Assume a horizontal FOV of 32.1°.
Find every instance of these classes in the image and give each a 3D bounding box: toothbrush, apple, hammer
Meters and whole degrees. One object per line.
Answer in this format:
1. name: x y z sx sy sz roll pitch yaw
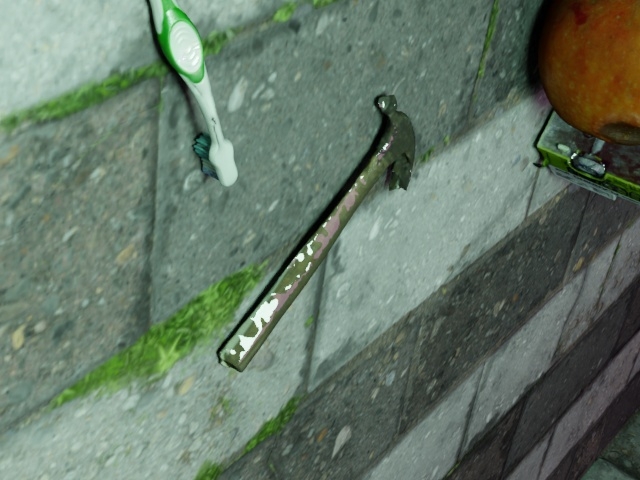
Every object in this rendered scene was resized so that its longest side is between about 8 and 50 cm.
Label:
1. toothbrush: -0.095 -0.139 0.748 0.030 0.030 0.304 -48 151 -24
2. apple: 0.362 -0.219 1.274 0.230 0.230 0.230 -42 148 -34
3. hammer: -0.001 0.000 1.055 0.297 0.027 0.125 -53 148 -15

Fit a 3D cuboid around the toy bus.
1. toy bus: 0.438 -0.089 1.443 0.113 0.301 0.139 -63 160 -4
